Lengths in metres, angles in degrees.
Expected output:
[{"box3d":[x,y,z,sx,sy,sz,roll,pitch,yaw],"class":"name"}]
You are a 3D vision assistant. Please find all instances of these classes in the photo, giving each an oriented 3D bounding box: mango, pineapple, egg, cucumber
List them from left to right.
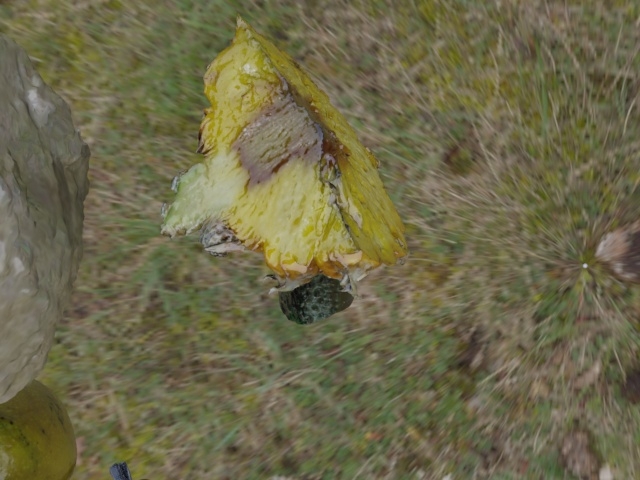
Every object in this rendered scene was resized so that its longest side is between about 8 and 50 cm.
[{"box3d":[-0.279,-0.028,0.976,0.279,0.279,0.310,-35,109,7],"class":"egg"},{"box3d":[-0.348,0.212,1.722,0.176,0.329,0.176,-32,92,-20],"class":"mango"},{"box3d":[-0.028,-0.026,1.293,0.164,0.139,0.250,-46,54,16],"class":"pineapple"},{"box3d":[0.001,-0.001,1.477,0.074,0.241,0.074,2,59,-3],"class":"cucumber"}]

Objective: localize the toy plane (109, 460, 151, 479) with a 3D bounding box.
[{"box3d":[-0.201,0.362,1.954,0.053,0.078,0.197,-24,68,15],"class":"toy plane"}]
